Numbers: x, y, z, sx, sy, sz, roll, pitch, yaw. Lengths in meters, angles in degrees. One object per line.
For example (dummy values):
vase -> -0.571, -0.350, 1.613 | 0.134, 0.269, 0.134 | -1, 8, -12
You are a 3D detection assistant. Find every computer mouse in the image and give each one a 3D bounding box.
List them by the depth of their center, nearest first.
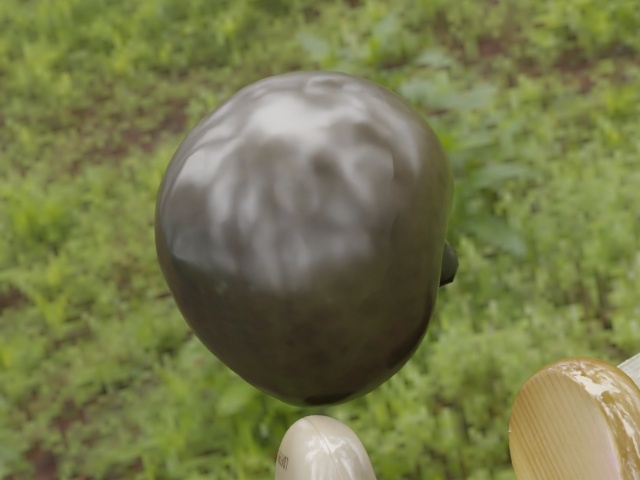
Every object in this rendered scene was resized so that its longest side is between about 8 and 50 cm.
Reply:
computer mouse -> 0.017, 0.257, 1.570 | 0.082, 0.236, 0.145 | -17, 10, -11

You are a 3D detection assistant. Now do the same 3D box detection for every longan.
longan -> 0.000, 0.000, 1.714 | 0.300, 0.300, 0.243 | -20, 29, -21

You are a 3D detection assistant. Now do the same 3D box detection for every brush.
brush -> 0.312, 0.237, 1.946 | 0.166, 0.266, 0.174 | -2, -30, -32
